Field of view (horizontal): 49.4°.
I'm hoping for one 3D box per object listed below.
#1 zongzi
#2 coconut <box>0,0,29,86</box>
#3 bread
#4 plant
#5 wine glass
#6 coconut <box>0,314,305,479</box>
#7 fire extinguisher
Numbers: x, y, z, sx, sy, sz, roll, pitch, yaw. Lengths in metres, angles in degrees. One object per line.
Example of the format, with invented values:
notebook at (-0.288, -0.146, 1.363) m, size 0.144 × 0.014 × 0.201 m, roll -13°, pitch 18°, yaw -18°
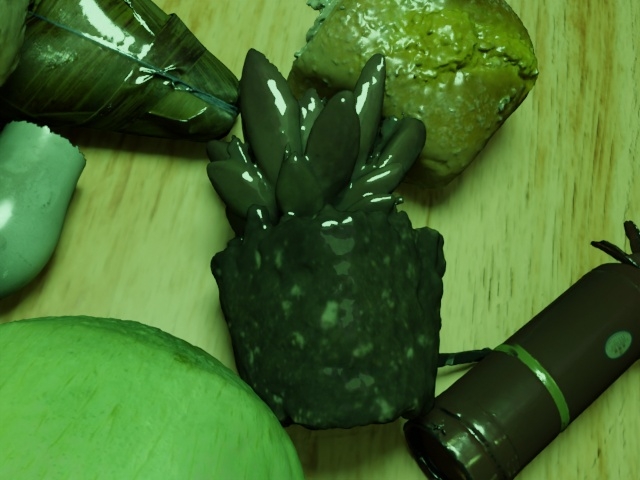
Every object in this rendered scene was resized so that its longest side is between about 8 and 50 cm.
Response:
zongzi at (-0.215, -0.124, 0.665) m, size 0.221 × 0.112 × 0.242 m, roll 39°, pitch 85°, yaw -12°
coconut at (-0.435, -0.227, 0.496) m, size 0.415 × 0.345 × 0.416 m, roll 5°, pitch 66°, yaw -12°
bread at (0.094, -0.192, 0.725) m, size 0.246 × 0.176 × 0.195 m, roll 39°, pitch 63°, yaw 2°
plant at (0.000, 0.000, 0.612) m, size 0.181 × 0.194 × 0.321 m, roll 11°, pitch 71°, yaw -49°
wine glass at (-0.274, 0.000, 0.588) m, size 0.092 × 0.093 × 0.202 m, roll 19°, pitch 66°, yaw -8°
coconut at (-0.157, 0.206, 0.419) m, size 0.328 × 0.281 × 0.329 m, roll 37°, pitch 35°, yaw -32°
fire extinguisher at (0.227, 0.103, 0.678) m, size 0.341 × 0.105 × 0.141 m, roll -34°, pitch 82°, yaw -22°
